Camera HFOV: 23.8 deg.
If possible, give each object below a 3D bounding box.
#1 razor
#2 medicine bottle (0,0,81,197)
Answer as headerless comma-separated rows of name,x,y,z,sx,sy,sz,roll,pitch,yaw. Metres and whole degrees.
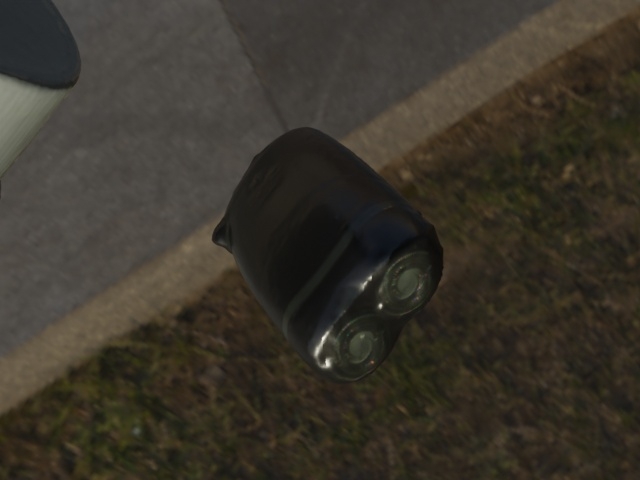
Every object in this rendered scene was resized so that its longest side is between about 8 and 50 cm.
razor,0.000,0.000,0.754,0.090,0.054,0.148,-53,35,9
medicine bottle,-0.286,-0.033,0.730,0.306,0.245,0.245,-47,55,14
